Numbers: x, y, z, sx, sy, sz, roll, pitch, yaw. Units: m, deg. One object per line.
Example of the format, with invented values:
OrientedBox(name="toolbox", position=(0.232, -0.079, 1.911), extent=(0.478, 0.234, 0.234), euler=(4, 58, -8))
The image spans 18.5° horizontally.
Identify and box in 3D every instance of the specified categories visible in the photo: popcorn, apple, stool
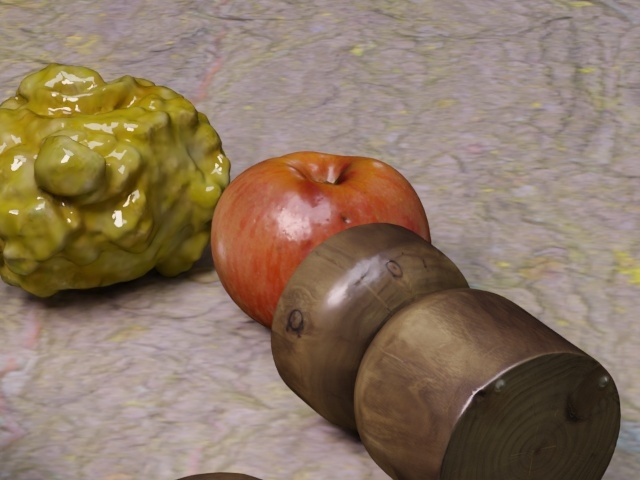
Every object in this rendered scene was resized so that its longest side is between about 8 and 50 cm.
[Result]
OrientedBox(name="popcorn", position=(-0.239, -0.062, 1.954), extent=(0.241, 0.235, 0.250), euler=(-13, 0, 37))
OrientedBox(name="apple", position=(0.000, 0.000, 1.866), extent=(0.209, 0.164, 0.209), euler=(-2, 28, 1))
OrientedBox(name="stool", position=(0.099, 0.115, 1.630), extent=(0.179, 0.179, 0.264), euler=(-20, 33, -25))

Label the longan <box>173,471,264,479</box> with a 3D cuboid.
OrientedBox(name="longan", position=(-0.079, 0.252, 1.444), extent=(0.187, 0.167, 0.167), euler=(-11, 21, 36))
